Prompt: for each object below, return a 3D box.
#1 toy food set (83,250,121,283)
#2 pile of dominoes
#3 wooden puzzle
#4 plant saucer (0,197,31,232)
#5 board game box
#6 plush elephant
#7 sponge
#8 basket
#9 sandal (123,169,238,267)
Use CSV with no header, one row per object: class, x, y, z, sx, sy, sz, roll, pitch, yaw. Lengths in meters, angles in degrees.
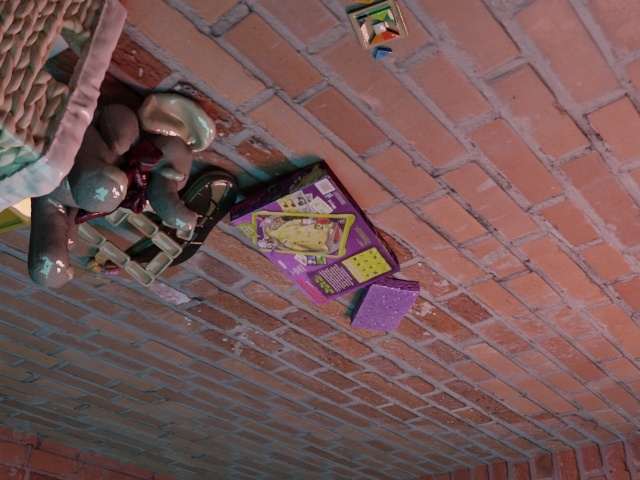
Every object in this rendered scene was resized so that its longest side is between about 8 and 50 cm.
toy food set,-0.474,0.050,1.505,0.077,0.019,0.122,27,131,-32
pile of dominoes,-0.351,-0.058,1.233,0.251,0.040,0.196,43,112,-16
wooden puzzle,0.081,-0.303,0.950,0.078,0.014,0.116,-15,142,25
plant saucer,-0.696,-0.098,1.246,0.332,0.081,0.333,-14,142,22
board game box,0.000,0.000,1.340,0.208,0.056,0.347,-27,138,13
plush elephant,-0.301,-0.101,1.054,0.255,0.330,0.272,8,136,-38
sponge,0.149,0.153,1.602,0.117,0.031,0.210,8,145,-8
basket,-0.469,-0.219,0.836,0.331,0.329,0.266,-16,139,26
sandal,-0.271,-0.040,1.306,0.302,0.086,0.120,-40,146,23
